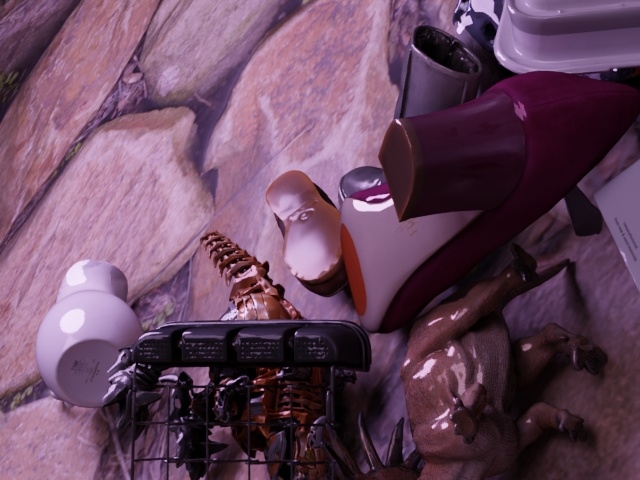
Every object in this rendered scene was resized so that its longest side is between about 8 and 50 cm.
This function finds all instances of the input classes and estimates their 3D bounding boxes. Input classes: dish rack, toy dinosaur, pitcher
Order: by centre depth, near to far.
[{"bbox_3d":[0.303,-0.242,0.991,0.332,0.072,0.285,-2,41,20],"label":"dish rack"},{"bbox_3d":[0.101,0.119,1.026,0.200,0.127,0.296,-27,34,48],"label":"toy dinosaur"},{"bbox_3d":[-0.067,0.201,1.097,0.208,0.074,0.272,-2,83,19],"label":"dish rack"},{"bbox_3d":[-0.071,0.123,1.253,0.218,0.164,0.322,-30,26,12],"label":"toy dinosaur"},{"bbox_3d":[-0.279,0.136,1.536,0.207,0.125,0.178,-121,50,-68],"label":"pitcher"}]

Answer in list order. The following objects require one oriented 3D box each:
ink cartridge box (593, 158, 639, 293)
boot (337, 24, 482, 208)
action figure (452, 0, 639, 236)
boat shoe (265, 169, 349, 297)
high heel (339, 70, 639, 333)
[{"bbox_3d":[0.302,-0.015,0.872,0.176,0.128,0.127,-39,34,22],"label":"ink cartridge box"},{"bbox_3d":[0.078,-0.097,1.204,0.076,0.209,0.189,-16,34,-24],"label":"boot"},{"bbox_3d":[0.236,-0.204,1.112,0.341,0.178,0.330,-50,41,13],"label":"action figure"},{"bbox_3d":[0.000,0.000,1.321,0.073,0.073,0.207,-30,31,7],"label":"boat shoe"},{"bbox_3d":[0.123,-0.016,1.058,0.377,0.181,0.127,117,140,-72],"label":"high heel"}]
